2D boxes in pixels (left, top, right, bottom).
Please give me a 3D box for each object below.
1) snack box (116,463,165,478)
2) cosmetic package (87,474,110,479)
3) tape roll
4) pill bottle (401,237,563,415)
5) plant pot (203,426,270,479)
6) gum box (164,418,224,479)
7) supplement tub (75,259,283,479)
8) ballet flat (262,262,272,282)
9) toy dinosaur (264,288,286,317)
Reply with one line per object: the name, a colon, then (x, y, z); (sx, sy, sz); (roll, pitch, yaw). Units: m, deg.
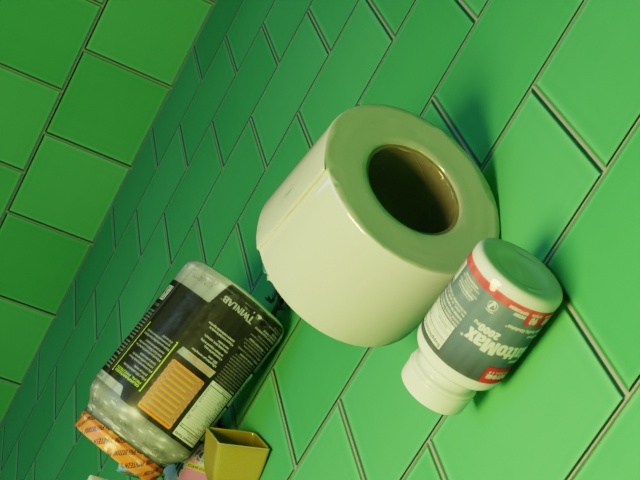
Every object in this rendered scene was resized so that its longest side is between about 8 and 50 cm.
snack box: (-0.274, 0.268, 2.357); (0.187, 0.060, 0.322); (-26, 46, 61)
cosmetic package: (-0.249, 0.478, 1.858); (0.138, 0.224, 0.224); (-61, 21, 17)
tape roll: (0.068, -0.017, 1.550); (0.169, 0.246, 0.246); (-48, 28, 43)
pill bottle: (0.167, 0.097, 1.386); (0.180, 0.108, 0.108); (-58, 23, 27)
plant pot: (-0.131, 0.332, 1.925); (0.081, 0.081, 0.083); (-154, 75, -69)
gum box: (-0.209, 0.334, 2.128); (0.107, 0.062, 0.188); (-62, 22, 15)
supplement tub: (-0.220, 0.204, 1.996); (0.316, 0.193, 0.193); (-51, 19, -9)
ballet flat: (0.000, 0.000, 1.931); (0.241, 0.077, 0.091); (-37, 38, 50)
toy dinosaur: (-0.060, 0.071, 2.064); (0.082, 0.047, 0.090); (-62, 1, -43)
